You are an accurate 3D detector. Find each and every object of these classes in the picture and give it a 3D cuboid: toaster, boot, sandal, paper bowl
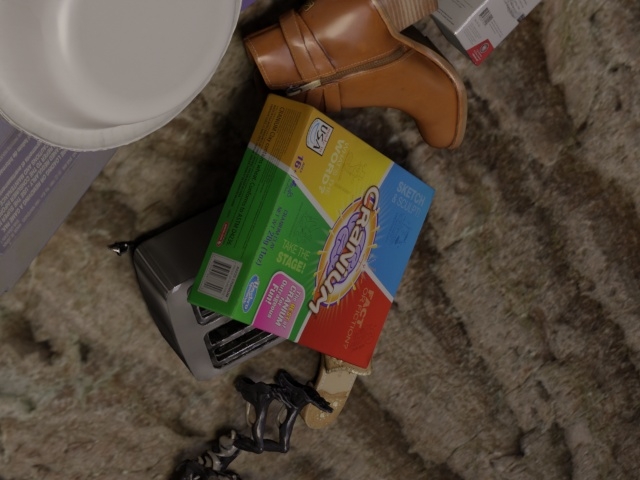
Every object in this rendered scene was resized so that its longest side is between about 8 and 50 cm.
[{"bbox_3d":[-0.124,0.054,1.649,0.186,0.110,0.168,-27,132,-14],"label":"toaster"},{"bbox_3d":[0.043,-0.174,1.599,0.220,0.109,0.283,-29,140,-7],"label":"boot"},{"bbox_3d":[0.041,0.164,1.861,0.088,0.079,0.240,-1,122,-34],"label":"sandal"},{"bbox_3d":[-0.188,-0.215,1.236,0.284,0.148,0.284,-21,125,-34],"label":"paper bowl"}]

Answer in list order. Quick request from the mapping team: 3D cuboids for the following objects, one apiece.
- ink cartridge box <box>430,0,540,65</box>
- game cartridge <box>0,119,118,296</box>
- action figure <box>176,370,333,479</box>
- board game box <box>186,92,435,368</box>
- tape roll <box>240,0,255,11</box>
[{"bbox_3d":[0.199,-0.284,1.637,0.135,0.056,0.099,-46,153,3],"label":"ink cartridge box"},{"bbox_3d":[-0.299,-0.112,1.348,0.355,0.068,0.230,-57,145,-26],"label":"game cartridge"},{"bbox_3d":[-0.103,0.308,1.832,0.164,0.141,0.275,15,111,-52],"label":"action figure"},{"bbox_3d":[0.000,0.000,1.605,0.316,0.064,0.242,27,84,-58],"label":"board game box"},{"bbox_3d":[-0.125,-0.316,1.398,0.189,0.080,0.189,-18,129,-23],"label":"tape roll"}]
